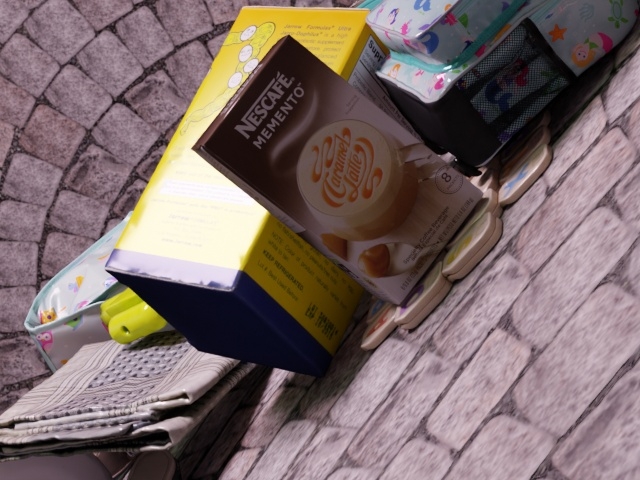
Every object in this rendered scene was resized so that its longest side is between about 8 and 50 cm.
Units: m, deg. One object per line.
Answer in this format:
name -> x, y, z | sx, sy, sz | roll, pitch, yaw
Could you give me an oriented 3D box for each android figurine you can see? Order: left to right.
android figurine -> -0.174, 0.042, 2.082 | 0.273, 0.056, 0.248 | -24, 16, 44

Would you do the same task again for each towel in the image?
towel -> -0.239, 0.175, 1.941 | 0.312, 0.056, 0.324 | -8, 17, 25

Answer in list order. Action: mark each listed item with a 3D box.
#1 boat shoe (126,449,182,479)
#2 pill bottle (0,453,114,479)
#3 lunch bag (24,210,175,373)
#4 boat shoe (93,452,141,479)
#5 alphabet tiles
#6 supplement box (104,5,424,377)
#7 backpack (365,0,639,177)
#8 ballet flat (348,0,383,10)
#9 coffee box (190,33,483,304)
boat shoe -> -0.218, 0.348, 1.878 | 0.075, 0.065, 0.206 | 10, 59, 27
pill bottle -> -0.418, 0.393, 2.099 | 0.224, 0.224, 0.392 | -57, 11, -27
lunch bag -> -0.282, 0.124, 2.296 | 0.160, 0.223, 0.262 | 15, 51, 46
boat shoe -> -0.281, 0.285, 2.339 | 0.183, 0.066, 0.066 | -53, 11, -10
alphabet tiles -> 0.135, -0.016, 1.610 | 0.278, 0.021, 0.284 | -48, 10, 23
supplement box -> -0.042, -0.060, 1.743 | 0.195, 0.194, 0.356 | 9, 63, 39
backpack -> 0.186, -0.219, 1.617 | 0.253, 0.191, 0.225 | -36, 22, -4
ballet flat -> 0.063, -0.255, 2.537 | 0.483, 0.164, 0.182 | -48, -10, 33
coffee box -> 0.014, -0.067, 1.549 | 0.141, 0.246, 0.098 | -53, 9, -5
